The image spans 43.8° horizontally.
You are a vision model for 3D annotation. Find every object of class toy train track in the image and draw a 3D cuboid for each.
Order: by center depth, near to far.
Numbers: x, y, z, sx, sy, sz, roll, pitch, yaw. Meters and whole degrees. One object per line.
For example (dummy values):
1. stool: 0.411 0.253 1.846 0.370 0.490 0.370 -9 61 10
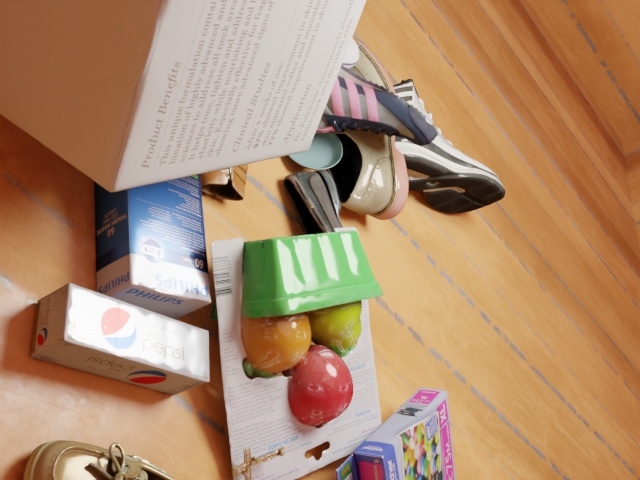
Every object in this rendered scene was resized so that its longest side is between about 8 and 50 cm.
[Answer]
1. toy train track: -0.079 0.294 1.055 0.083 0.014 0.048 -13 110 -37

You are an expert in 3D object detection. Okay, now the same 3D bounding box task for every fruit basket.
1. fruit basket: -0.033 0.163 1.179 0.327 0.165 0.353 -8 97 -48

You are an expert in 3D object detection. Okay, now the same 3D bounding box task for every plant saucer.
1. plant saucer: -0.019 -0.172 1.466 0.119 0.021 0.119 11 53 -15

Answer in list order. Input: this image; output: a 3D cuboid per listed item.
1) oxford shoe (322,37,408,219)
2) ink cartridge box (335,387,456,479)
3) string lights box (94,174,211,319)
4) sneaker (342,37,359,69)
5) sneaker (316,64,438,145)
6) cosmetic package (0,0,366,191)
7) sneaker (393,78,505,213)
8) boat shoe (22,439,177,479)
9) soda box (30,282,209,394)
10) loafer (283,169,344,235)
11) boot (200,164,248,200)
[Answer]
1. oxford shoe: 0.063 -0.237 1.560 0.146 0.140 0.397 6 61 -43
2. ink cartridge box: 0.132 0.380 1.274 0.311 0.065 0.186 -22 108 -55
3. string lights box: -0.228 -0.036 1.070 0.133 0.076 0.260 21 53 -47
4. sneaker: 0.001 -0.435 1.463 0.282 0.161 0.102 34 46 -30
5. sneaker: 0.055 -0.232 1.464 0.319 0.131 0.112 29 -6 8
6. cosmetic package: -0.184 -0.299 0.965 0.327 0.330 0.393 34 26 21
7. sneaker: 0.262 -0.227 1.799 0.447 0.169 0.258 17 58 -46
8. boat shoe: -0.194 0.295 0.889 0.285 0.089 0.105 38 42 -35
9. soda box: -0.236 0.124 0.963 0.216 0.069 0.074 28 47 -44
10. loafer: 0.000 0.000 1.376 0.084 0.096 0.268 -1 62 -34
11. boot: -0.133 -0.135 1.278 0.197 0.073 0.152 6 63 -40
